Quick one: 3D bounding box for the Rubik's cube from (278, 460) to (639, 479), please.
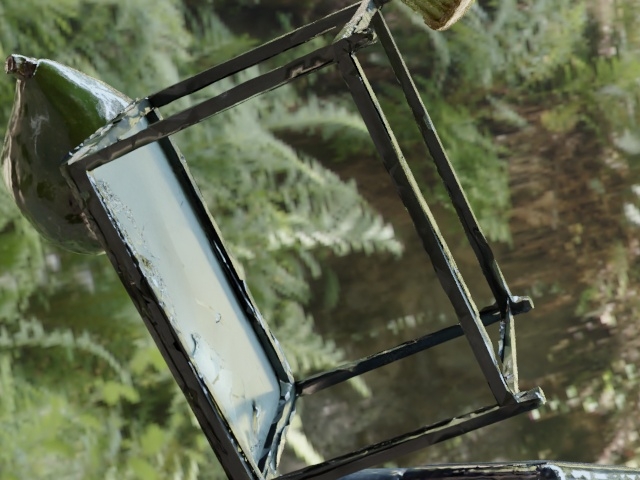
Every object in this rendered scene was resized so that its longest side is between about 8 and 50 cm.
[{"bbox_3d":[0.168,0.359,1.076,0.318,0.316,0.313,-12,-108,45],"label":"Rubik's cube"}]

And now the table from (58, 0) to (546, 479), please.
[{"bbox_3d":[0.000,0.000,1.061,0.335,0.272,0.222,64,16,-15],"label":"table"}]

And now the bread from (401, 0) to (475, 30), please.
[{"bbox_3d":[0.107,-0.223,0.906,0.069,0.140,0.128,36,-61,-2],"label":"bread"}]

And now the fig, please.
[{"bbox_3d":[-0.261,-0.102,1.338,0.195,0.195,0.245,47,-24,50],"label":"fig"}]
